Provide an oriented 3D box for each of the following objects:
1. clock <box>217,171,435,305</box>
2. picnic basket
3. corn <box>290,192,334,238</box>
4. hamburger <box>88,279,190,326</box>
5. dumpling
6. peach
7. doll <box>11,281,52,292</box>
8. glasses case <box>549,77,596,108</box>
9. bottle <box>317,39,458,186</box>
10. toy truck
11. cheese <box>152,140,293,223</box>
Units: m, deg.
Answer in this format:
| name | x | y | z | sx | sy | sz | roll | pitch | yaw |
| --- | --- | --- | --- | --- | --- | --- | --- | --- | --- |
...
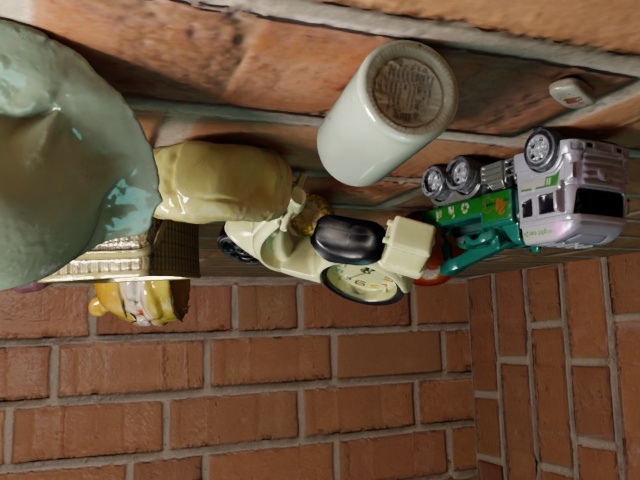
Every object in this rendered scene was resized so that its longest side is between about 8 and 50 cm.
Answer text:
| name | x | y | z | sx | sy | sz | roll | pitch | yaw |
| --- | --- | --- | --- | --- | --- | --- | --- | --- | --- |
| clock | 0.000 | 0.000 | 1.150 | 0.378 | 0.120 | 0.276 | 16 | 149 | -1 |
| picnic basket | -0.373 | -0.010 | 1.205 | 0.227 | 0.176 | 0.313 | -3 | 176 | 6 |
| corn | -0.012 | -0.039 | 1.339 | 0.093 | 0.094 | 0.244 | -2 | 173 | 5 |
| hamburger | -0.446 | 0.081 | 1.537 | 0.236 | 0.277 | 0.276 | -3 | 172 | -2 |
| dumpling | -0.360 | -0.086 | 0.634 | 0.211 | 0.270 | 0.320 | 20 | -148 | 39 |
| peach | 0.244 | 0.023 | 1.504 | 0.197 | 0.198 | 0.197 | -2 | 172 | 0 |
| doll | -0.765 | 0.046 | 1.583 | 0.196 | 0.152 | 0.255 | -8 | -172 | -36 |
| glasses case | 0.290 | -0.168 | 0.722 | 0.032 | 0.021 | 0.083 | -11 | 168 | 40 |
| bottle | 0.058 | -0.124 | 0.702 | 0.104 | 0.104 | 0.245 | 0 | 172 | -13 |
| toy truck | 0.310 | -0.054 | 1.013 | 0.176 | 0.178 | 0.363 | 3 | 168 | -28 |
| cheese | -0.162 | -0.081 | 0.948 | 0.213 | 0.117 | 0.226 | 0 | 179 | 35 |
